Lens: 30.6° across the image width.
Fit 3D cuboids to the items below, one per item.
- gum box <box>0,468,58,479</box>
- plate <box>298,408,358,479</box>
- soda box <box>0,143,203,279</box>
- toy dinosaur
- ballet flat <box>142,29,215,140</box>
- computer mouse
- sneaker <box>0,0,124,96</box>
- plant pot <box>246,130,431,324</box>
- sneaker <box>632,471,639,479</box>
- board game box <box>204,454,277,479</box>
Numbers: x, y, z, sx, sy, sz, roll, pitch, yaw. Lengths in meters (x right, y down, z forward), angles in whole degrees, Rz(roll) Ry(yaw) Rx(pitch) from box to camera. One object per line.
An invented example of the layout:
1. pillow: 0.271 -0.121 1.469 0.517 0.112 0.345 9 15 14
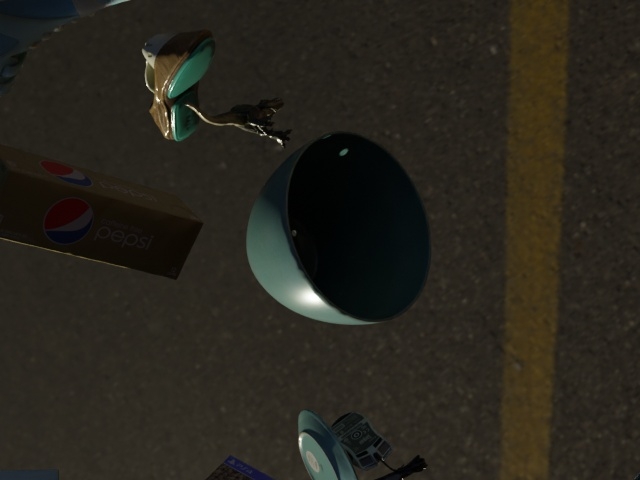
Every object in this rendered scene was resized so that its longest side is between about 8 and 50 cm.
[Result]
1. gum box: -0.395 0.345 1.350 0.041 0.184 0.157 130 138 -53
2. plate: 0.007 0.359 1.867 0.188 0.024 0.188 47 152 36
3. soda box: -0.190 -0.022 0.950 0.061 0.181 0.058 41 110 49
4. toy dinosaur: -0.121 -0.212 2.056 0.118 0.268 0.064 26 107 24
5. ballet flat: -0.278 -0.313 2.194 0.124 0.116 0.342 45 158 10
6. computer mouse: 0.083 0.341 1.885 0.193 0.106 0.042 40 161 54
7. sneaker: -0.323 -0.259 1.322 0.208 0.319 0.127 110 143 -51
8. plant pot: 0.000 0.000 1.792 0.195 0.290 0.290 -20 99 47
9. sneaker: 0.426 0.300 1.469 0.065 0.166 0.076 24 157 12
10. board game box: -0.174 0.604 2.306 0.232 0.291 0.141 22 132 27
